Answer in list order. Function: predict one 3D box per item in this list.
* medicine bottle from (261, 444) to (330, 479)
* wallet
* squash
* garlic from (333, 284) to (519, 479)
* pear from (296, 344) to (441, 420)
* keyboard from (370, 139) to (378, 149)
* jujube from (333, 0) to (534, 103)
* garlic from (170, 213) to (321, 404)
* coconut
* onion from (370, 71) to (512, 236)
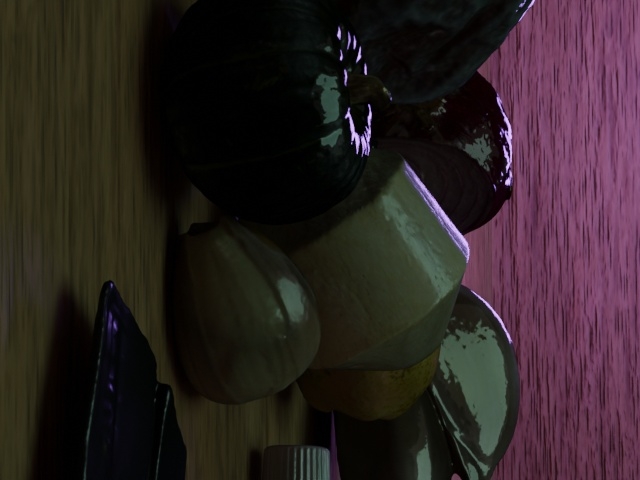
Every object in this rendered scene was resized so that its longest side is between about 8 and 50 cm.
[{"bbox_3d":[-0.025,0.301,1.863,0.083,0.083,0.203,45,44,-74],"label":"medicine bottle"},{"bbox_3d":[-0.140,0.205,1.407,0.323,0.041,0.247,76,18,-60],"label":"wallet"},{"bbox_3d":[-0.039,-0.117,1.595,0.218,0.172,0.218,47,23,-27],"label":"squash"},{"bbox_3d":[0.126,0.206,2.169,0.246,0.231,0.340,88,-10,-57],"label":"garlic"},{"bbox_3d":[0.044,0.105,1.999,0.178,0.178,0.178,-1,90,-78],"label":"pear"},{"bbox_3d":[0.000,0.000,1.961,0.018,0.101,0.310,91,7,-45],"label":"keyboard"},{"bbox_3d":[0.093,-0.277,1.992,0.246,0.308,0.215,22,40,-43],"label":"jujube"},{"bbox_3d":[-0.069,0.084,1.640,0.115,0.128,0.207,-56,157,-31],"label":"garlic"},{"bbox_3d":[0.033,0.025,1.792,0.222,0.202,0.202,56,22,-15],"label":"coconut"},{"bbox_3d":[0.125,-0.126,2.273,0.216,0.206,0.207,97,-6,-55],"label":"onion"}]
